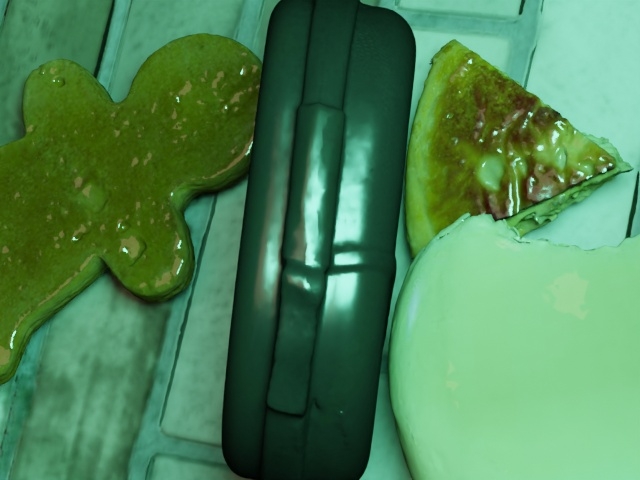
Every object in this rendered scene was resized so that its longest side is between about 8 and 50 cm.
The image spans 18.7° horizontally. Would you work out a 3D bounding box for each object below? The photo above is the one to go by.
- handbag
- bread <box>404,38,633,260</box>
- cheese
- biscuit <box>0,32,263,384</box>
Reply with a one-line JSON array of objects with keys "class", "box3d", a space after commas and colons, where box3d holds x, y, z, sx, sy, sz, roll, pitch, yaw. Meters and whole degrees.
[{"class": "handbag", "box3d": [0.001, 0.000, 1.160, 0.093, 0.254, 0.308, 6, 75, 0]}, {"class": "bread", "box3d": [0.104, -0.036, 1.236, 0.154, 0.054, 0.136, 36, 87, 30]}, {"class": "cheese", "box3d": [0.169, 0.078, 1.141, 0.266, 0.127, 0.233, -4, 73, 17]}, {"class": "biscuit", "box3d": [-0.159, -0.031, 1.333, 0.301, 0.049, 0.197, -35, 71, 8]}]
